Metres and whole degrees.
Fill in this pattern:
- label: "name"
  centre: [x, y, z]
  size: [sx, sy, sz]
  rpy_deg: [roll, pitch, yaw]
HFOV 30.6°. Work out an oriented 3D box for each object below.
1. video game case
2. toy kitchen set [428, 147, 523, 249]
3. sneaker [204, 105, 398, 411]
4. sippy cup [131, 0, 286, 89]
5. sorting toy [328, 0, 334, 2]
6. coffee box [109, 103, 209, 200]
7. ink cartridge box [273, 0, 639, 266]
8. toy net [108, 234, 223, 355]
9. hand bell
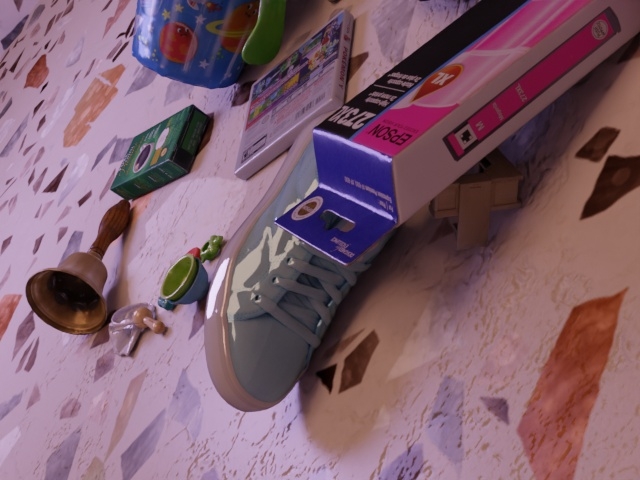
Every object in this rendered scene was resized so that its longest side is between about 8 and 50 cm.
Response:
- label: "video game case"
  centre: [-0.035, -0.195, 1.572]
  size: [0.201, 0.023, 0.183]
  rpy_deg: [-34, 35, 38]
- label: "toy kitchen set"
  centre: [0.136, -0.040, 1.092]
  size: [0.075, 0.083, 0.068]
  rpy_deg: [-116, 22, -59]
- label: "sneaker"
  centre: [0.000, 0.000, 1.188]
  size: [0.150, 0.135, 0.366]
  rpy_deg: [-15, 49, 56]
- label: "sippy cup"
  centre: [-0.175, -0.355, 1.743]
  size: [0.305, 0.240, 0.224]
  rpy_deg: [-97, 25, -67]
- label: "sorting toy"
  centre: [0.030, -0.518, 1.689]
  size: [0.229, 0.041, 0.307]
  rpy_deg: [-44, 55, 25]
- label: "coffee box"
  centre: [-0.253, -0.136, 1.834]
  size: [0.184, 0.040, 0.113]
  rpy_deg: [-20, 44, 48]
- label: "ink cartridge box"
  centre: [0.117, -0.128, 1.091]
  size: [0.371, 0.069, 0.176]
  rpy_deg: [-41, 26, -10]
- label: "toy net"
  centre: [-0.219, 0.072, 1.555]
  size: [0.232, 0.045, 0.122]
  rpy_deg: [-34, 35, 36]
- label: "hand bell"
  centre: [-0.339, 0.018, 1.776]
  size: [0.126, 0.126, 0.242]
  rpy_deg: [-35, 22, 35]
